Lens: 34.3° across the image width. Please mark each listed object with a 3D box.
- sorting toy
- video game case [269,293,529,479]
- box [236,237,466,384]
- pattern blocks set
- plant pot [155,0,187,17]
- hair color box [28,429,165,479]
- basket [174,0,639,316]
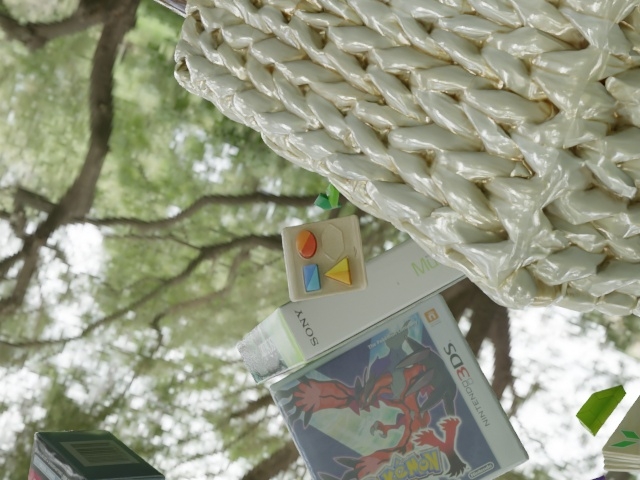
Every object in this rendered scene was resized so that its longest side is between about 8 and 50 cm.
[{"bbox_3d":[0.000,0.000,0.769,0.062,0.083,0.012,-11,168,16],"label":"sorting toy"},{"bbox_3d":[0.073,0.179,1.024,0.183,0.201,0.023,62,-169,15],"label":"video game case"},{"bbox_3d":[0.047,0.055,0.998,0.058,0.232,0.322,61,166,6],"label":"box"},{"bbox_3d":[0.451,0.229,1.323,0.026,0.325,0.285,57,156,-19],"label":"pattern blocks set"},{"bbox_3d":[-0.222,-0.426,1.402,0.230,0.215,0.215,19,-172,-5],"label":"plant pot"},{"bbox_3d":[-0.317,0.457,1.358,0.114,0.374,0.185,5,-173,-35],"label":"hair color box"},{"bbox_3d":[0.136,-0.140,0.569,0.328,0.266,0.331,8,-160,-40],"label":"basket"}]
